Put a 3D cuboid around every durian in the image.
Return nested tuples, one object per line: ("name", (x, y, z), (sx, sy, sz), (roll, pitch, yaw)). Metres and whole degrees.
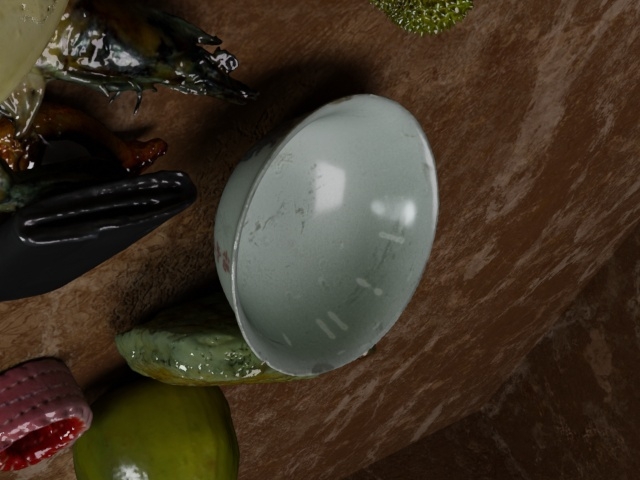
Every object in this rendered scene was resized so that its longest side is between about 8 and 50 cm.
("durian", (0.133, -0.350, 1.211), (0.159, 0.146, 0.198), (-47, 155, 21))

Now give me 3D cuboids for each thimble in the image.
("thimble", (-0.494, 0.298, 1.587), (0.189, 0.125, 0.163), (-18, 149, -33))

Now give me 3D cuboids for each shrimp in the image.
("shrimp", (-0.261, -0.150, 1.030), (0.444, 0.085, 0.272), (-3, 116, -38))

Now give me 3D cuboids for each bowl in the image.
("bowl", (-0.028, -0.026, 1.445), (0.434, 0.196, 0.435), (-20, 119, -40))

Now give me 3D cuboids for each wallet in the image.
("wallet", (-0.339, 0.014, 1.171), (0.228, 0.062, 0.406), (-19, 176, -39))

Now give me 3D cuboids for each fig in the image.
("fig", (-0.305, 0.429, 1.798), (0.343, 0.343, 0.343), (-28, 154, -15))

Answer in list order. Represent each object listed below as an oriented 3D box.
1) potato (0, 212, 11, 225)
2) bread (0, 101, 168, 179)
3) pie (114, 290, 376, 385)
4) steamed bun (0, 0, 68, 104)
("potato", (-0.427, -0.046, 1.114), (0.070, 0.091, 0.138), (-51, 153, 3))
("bread", (-0.310, -0.101, 1.170), (0.139, 0.095, 0.269), (-47, 162, 14))
("pie", (-0.158, 0.170, 1.641), (0.395, 0.181, 0.418), (-10, 176, 44))
("steamed bun", (-0.330, -0.211, 0.787), (0.273, 0.166, 0.232), (-50, 133, 1))
